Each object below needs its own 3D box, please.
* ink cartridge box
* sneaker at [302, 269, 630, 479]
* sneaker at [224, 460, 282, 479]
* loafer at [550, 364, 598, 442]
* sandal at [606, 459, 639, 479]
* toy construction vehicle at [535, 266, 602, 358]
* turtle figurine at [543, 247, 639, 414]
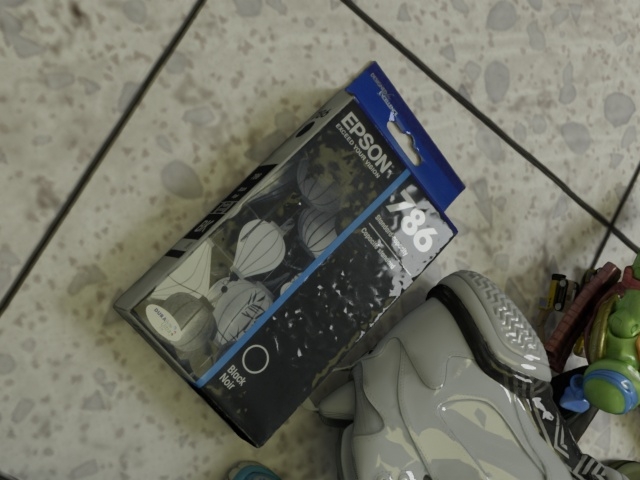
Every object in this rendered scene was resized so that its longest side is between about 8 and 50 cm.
[{"bbox_3d":[0.000,0.000,0.704,0.333,0.065,0.165,-47,109,-18],"label":"ink cartridge box"},{"bbox_3d":[0.141,0.224,0.701,0.210,0.137,0.366,-28,80,-12],"label":"sneaker"},{"bbox_3d":[-0.012,0.255,0.696,0.162,0.073,0.063,37,76,-22],"label":"sneaker"},{"bbox_3d":[0.236,0.196,0.829,0.170,0.062,0.061,-38,119,-12],"label":"loafer"},{"bbox_3d":[0.401,0.321,0.891,0.302,0.086,0.120,19,83,-25],"label":"sandal"},{"bbox_3d":[0.267,0.072,0.854,0.086,0.035,0.098,12,89,-37],"label":"toy construction vehicle"},{"bbox_3d":[0.368,0.064,0.760,0.198,0.275,0.266,42,43,0],"label":"turtle figurine"}]
